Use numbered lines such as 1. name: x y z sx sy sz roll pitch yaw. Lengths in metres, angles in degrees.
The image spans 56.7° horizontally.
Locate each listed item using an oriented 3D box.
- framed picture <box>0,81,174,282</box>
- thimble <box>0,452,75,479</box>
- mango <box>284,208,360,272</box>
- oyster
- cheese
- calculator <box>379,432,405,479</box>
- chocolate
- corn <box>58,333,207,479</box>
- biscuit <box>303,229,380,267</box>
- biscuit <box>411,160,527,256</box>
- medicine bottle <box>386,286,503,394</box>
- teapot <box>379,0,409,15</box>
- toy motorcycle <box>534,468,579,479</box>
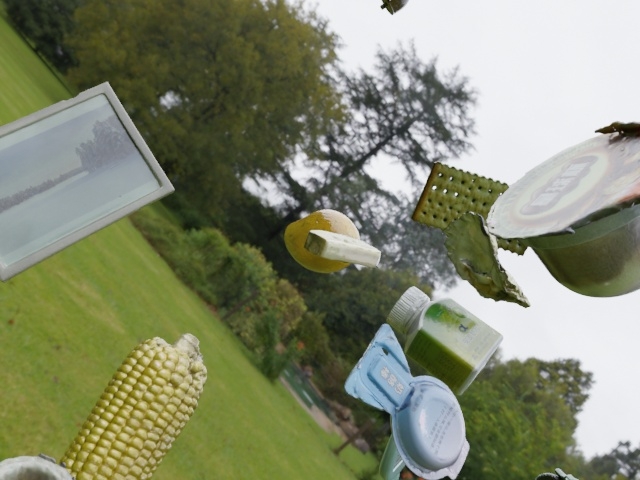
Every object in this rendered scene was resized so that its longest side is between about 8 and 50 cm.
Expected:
1. framed picture: -0.407 -0.098 0.917 0.213 0.289 0.016 59 -22 -1
2. thimble: -0.297 0.285 0.596 0.115 0.090 0.102 23 27 12
3. mango: 0.000 0.000 1.645 0.119 0.177 0.316 10 -2 -40
4. oyster: 0.227 0.025 0.830 0.146 0.045 0.122 40 -27 47
5. cheese: 0.133 0.239 0.831 0.245 0.135 0.052 49 -35 -17
6. calculator: 0.218 0.532 1.569 0.042 0.295 0.184 23 19 27
7. chocolate: 0.306 -0.016 0.633 0.147 0.221 0.221 50 -5 -11
8. corn: -0.275 0.278 0.831 0.130 0.347 0.130 20 -34 15
9. biscuit: 0.049 0.020 1.174 0.188 0.052 0.056 12 14 -47
10. biscuit: 0.296 -0.056 1.101 0.231 0.139 0.016 16 33 -3
11. medicine bottle: 0.223 0.175 1.100 0.188 0.132 0.088 37 -47 20
12. teapot: 0.174 -0.634 1.502 0.110 0.080 0.085 57 5 0
13. toy motorcycle: 0.458 0.583 1.114 0.124 0.275 0.187 13 0 -43
